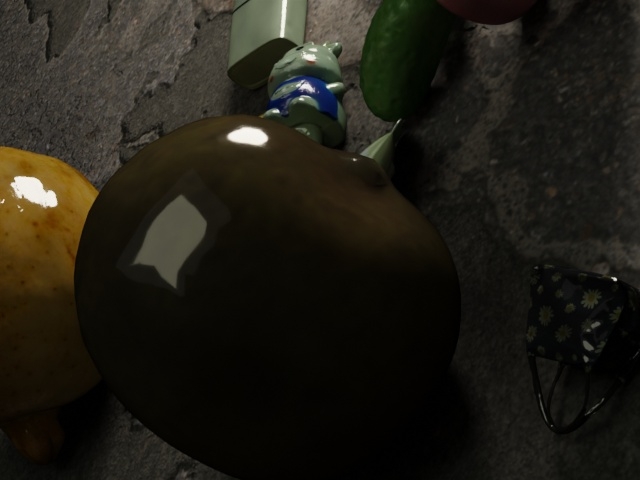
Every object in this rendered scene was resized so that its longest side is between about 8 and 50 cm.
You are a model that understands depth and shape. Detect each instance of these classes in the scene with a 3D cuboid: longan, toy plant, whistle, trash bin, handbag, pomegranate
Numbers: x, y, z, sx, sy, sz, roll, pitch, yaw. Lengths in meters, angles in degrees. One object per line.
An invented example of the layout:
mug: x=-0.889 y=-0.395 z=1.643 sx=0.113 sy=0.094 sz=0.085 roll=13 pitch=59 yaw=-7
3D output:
longan: x=-0.051 y=0.053 z=1.384 sx=0.361 sy=0.361 sz=0.361 roll=-34 pitch=39 yaw=33
toy plant: x=0.128 y=-0.338 z=1.596 sx=0.356 sy=0.211 sz=0.317 roll=-34 pitch=78 yaw=49
whistle: x=-0.020 y=-0.153 z=1.766 sx=0.110 sy=0.092 sz=0.244 roll=-20 pitch=44 yaw=26
trash bin: x=-0.069 y=-0.282 z=1.977 sx=0.116 sy=0.059 sz=0.130 roll=-31 pitch=42 yaw=37
handbag: x=0.221 y=0.097 z=1.265 sx=0.115 sy=0.072 sz=0.139 roll=12 pitch=86 yaw=54
pomegranate: x=-0.409 y=0.088 z=1.872 sx=0.410 sy=0.410 sz=0.410 roll=-34 pitch=39 yaw=33

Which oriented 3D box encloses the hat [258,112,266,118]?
hat: x=-0.104 y=-0.104 z=1.849 sx=0.193 sy=0.082 sz=0.193 roll=-33 pitch=38 yaw=31

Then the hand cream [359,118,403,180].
hand cream: x=0.000 y=0.000 z=1.605 sx=0.306 sy=0.093 sz=0.147 roll=-57 pitch=-4 yaw=2
